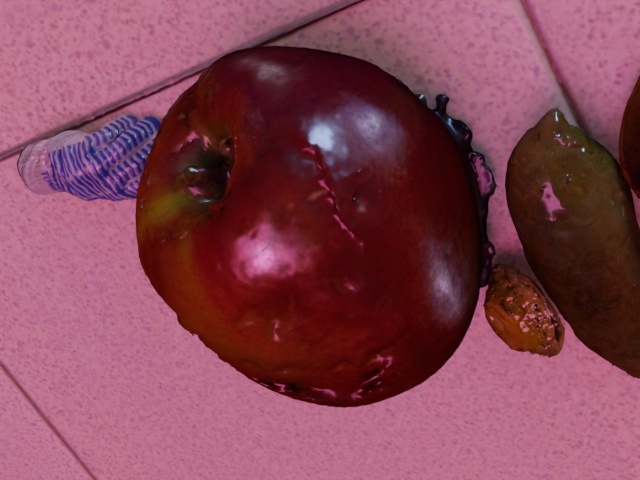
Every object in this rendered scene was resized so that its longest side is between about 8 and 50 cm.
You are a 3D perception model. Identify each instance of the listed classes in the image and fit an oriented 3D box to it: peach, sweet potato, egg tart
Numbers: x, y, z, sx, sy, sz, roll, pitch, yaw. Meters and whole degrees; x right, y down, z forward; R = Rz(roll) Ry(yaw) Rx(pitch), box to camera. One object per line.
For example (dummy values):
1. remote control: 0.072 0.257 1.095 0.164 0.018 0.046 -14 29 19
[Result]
1. peach: 0.000 0.000 1.098 0.339 0.353 0.416 -8 158 36
2. sweet potato: 0.304 0.035 1.100 0.130 0.131 0.423 -16 125 30
3. egg tart: 0.226 0.083 1.169 0.130 0.052 0.130 53 165 20

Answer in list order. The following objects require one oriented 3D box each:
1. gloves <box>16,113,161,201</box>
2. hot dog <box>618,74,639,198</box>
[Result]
1. gloves: -0.266 -0.093 1.253 0.229 0.097 0.119 -10 151 22
2. hot dog: 0.379 -0.123 0.960 0.160 0.099 0.227 30 129 -1
